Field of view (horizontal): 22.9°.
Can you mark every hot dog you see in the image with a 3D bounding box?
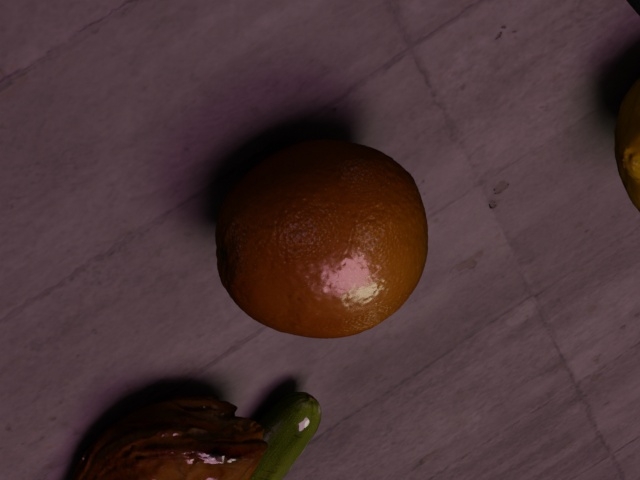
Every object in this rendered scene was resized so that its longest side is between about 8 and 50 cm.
[{"bbox_3d":[-0.173,0.279,1.751,0.196,0.122,0.272,1,136,-34],"label":"hot dog"}]

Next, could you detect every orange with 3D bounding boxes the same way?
[{"bbox_3d":[0.000,0.000,1.505,0.206,0.206,0.206,-20,141,-17],"label":"orange"}]

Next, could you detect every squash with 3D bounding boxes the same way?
[{"bbox_3d":[-0.076,0.266,1.848,0.066,0.066,0.252,10,126,-42],"label":"squash"}]

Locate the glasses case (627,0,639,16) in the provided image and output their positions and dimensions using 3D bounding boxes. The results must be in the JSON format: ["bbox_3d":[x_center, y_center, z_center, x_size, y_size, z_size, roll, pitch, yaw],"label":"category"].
[{"bbox_3d":[0.347,-0.210,1.401,0.074,0.323,0.131,-27,140,-4],"label":"glasses case"}]

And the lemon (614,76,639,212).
[{"bbox_3d":[0.439,-0.099,1.674,0.236,0.236,0.263,-49,157,21],"label":"lemon"}]
